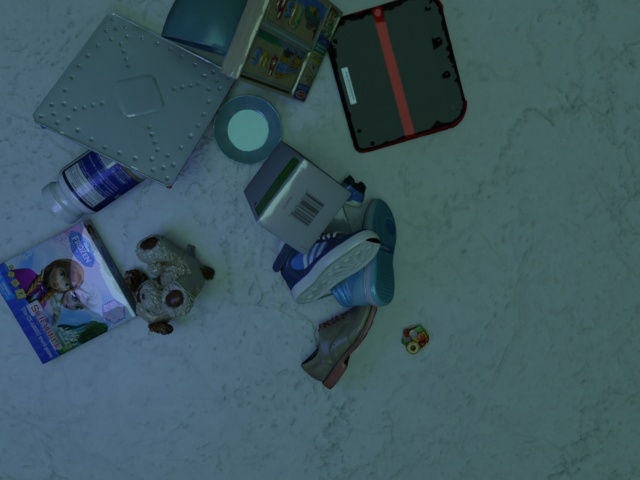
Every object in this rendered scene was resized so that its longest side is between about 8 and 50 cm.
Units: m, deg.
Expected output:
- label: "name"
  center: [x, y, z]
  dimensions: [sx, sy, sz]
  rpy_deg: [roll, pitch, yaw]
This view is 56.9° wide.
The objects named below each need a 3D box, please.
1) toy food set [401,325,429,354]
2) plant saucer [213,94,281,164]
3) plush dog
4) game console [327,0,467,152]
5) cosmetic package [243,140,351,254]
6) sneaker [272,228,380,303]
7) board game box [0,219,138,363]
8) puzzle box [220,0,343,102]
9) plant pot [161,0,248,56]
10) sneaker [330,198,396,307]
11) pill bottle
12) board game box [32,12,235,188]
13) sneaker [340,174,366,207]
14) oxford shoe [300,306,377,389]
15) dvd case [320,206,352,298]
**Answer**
- label: "toy food set"
  center: [0.286, 0.296, 1.778]
  dimensions: [0.083, 0.020, 0.082]
  rpy_deg: [-31, 96, 4]
- label: "plant saucer"
  center: [-0.207, -0.315, 1.688]
  dimensions: [0.195, 0.037, 0.194]
  rpy_deg: [0, 98, 0]
- label: "plush dog"
  center: [-0.443, 0.141, 1.695]
  dimensions: [0.225, 0.211, 0.262]
  rpy_deg: [-39, 68, 18]
- label: "game console"
  center: [0.215, -0.475, 1.671]
  dimensions: [0.342, 0.060, 0.386]
  rpy_deg: [-15, 96, 7]
- label: "cosmetic package"
  center: [-0.073, -0.123, 1.538]
  dimensions: [0.155, 0.365, 0.197]
  rpy_deg: [35, 95, -20]
- label: "sneaker"
  center: [0.000, 0.000, 1.608]
  dimensions: [0.323, 0.130, 0.236]
  rpy_deg: [-42, 54, 31]
- label: "board game box"
  center: [-0.743, 0.150, 1.726]
  dimensions: [0.318, 0.066, 0.318]
  rpy_deg: [-28, 97, 3]
- label: "puzzle box"
  center: [-0.082, -0.500, 1.470]
  dimensions: [0.052, 0.409, 0.272]
  rpy_deg: [30, 105, 15]
- label: "plant pot"
  center: [-0.245, -0.583, 1.518]
  dimensions: [0.290, 0.290, 0.195]
  rpy_deg: [13, 102, -2]
- label: "sneaker"
  center: [0.102, 0.042, 1.675]
  dimensions: [0.127, 0.208, 0.318]
  rpy_deg: [29, 57, -40]
- label: "pill bottle"
  center: [-0.627, -0.169, 1.644]
  dimensions: [0.265, 0.153, 0.153]
  rpy_deg: [-33, 96, 4]
- label: "board game box"
  center: [-0.487, -0.377, 1.590]
  dimensions: [0.390, 0.050, 0.390]
  rpy_deg: [26, 68, -4]
- label: "sneaker"
  center: [0.057, -0.153, 1.699]
  dimensions: [0.152, 0.058, 0.084]
  rpy_deg: [14, 102, -7]
- label: "oxford shoe"
  center: [0.062, 0.263, 1.724]
  dimensions: [0.130, 0.123, 0.348]
  rpy_deg: [29, 95, 1]
- label: "dvd case"
  center: [0.018, 0.035, 1.742]
  dimensions: [0.180, 0.022, 0.253]
  rpy_deg: [-19, 97, 1]
